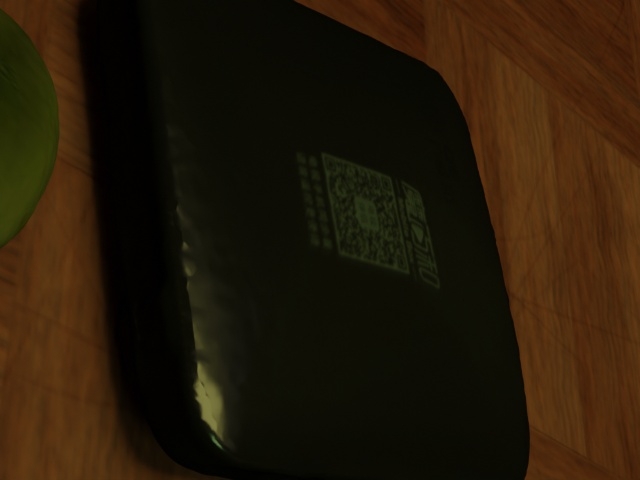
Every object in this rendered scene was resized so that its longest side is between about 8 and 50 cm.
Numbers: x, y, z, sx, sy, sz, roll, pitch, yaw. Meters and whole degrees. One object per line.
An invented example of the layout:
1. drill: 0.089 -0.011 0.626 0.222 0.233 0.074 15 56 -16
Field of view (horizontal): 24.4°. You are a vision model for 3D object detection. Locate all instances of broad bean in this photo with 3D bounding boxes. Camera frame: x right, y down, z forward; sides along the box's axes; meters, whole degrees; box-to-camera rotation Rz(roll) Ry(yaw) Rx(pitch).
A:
1. broad bean: -0.172 -0.048 0.613 0.174 0.082 0.124 -22 88 -56

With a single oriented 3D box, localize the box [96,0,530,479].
1. box: 0.000 0.000 0.826 0.289 0.073 0.290 16 56 -48
